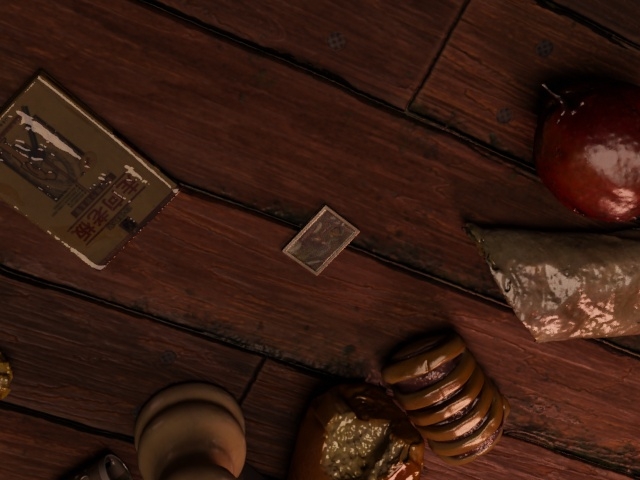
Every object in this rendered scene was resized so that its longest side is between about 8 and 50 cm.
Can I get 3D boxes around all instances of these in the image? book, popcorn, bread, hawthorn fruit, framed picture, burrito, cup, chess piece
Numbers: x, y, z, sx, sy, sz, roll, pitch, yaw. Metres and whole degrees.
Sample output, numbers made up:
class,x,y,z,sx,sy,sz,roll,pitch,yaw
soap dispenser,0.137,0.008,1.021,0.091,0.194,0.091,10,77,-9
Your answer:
class,x,y,z,sx,sy,sz,roll,pitch,yaw
book,-0.309,-0.081,1.411,0.161,0.026,0.231,-43,118,13
popcorn,-0.450,0.180,1.512,0.083,0.057,0.082,-24,119,6
bread,0.186,0.230,1.645,0.134,0.081,0.225,-33,119,7
hawthorn fruit,0.345,-0.133,1.424,0.235,0.181,0.181,39,106,-26
bread,0.028,0.376,1.635,0.149,0.195,0.344,-8,122,-30
framed picture,0.000,0.000,1.524,0.066,0.006,0.089,36,107,-26
burrito,0.356,0.063,1.576,0.348,0.107,0.175,1,105,-13
cup,-0.318,0.370,1.628,0.099,0.074,0.102,-31,99,10
chess piece,-0.160,0.338,1.515,0.167,0.299,0.167,-5,120,-10

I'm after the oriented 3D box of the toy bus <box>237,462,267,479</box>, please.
class,x,y,z,sx,sy,sz,roll,pitch,yaw
toy bus,-0.114,0.438,1.581,0.139,0.301,0.113,-44,115,6
